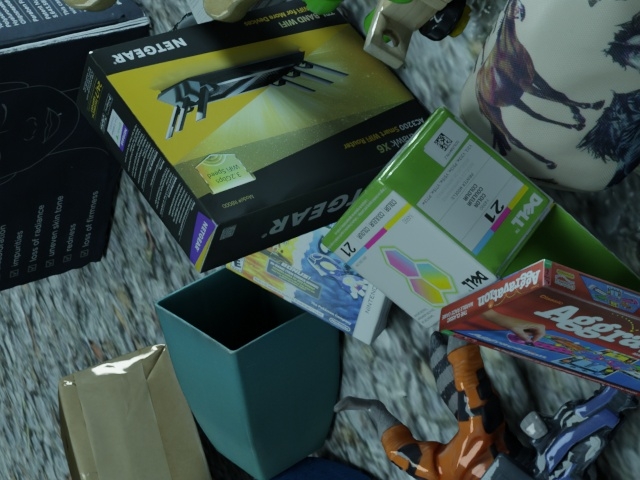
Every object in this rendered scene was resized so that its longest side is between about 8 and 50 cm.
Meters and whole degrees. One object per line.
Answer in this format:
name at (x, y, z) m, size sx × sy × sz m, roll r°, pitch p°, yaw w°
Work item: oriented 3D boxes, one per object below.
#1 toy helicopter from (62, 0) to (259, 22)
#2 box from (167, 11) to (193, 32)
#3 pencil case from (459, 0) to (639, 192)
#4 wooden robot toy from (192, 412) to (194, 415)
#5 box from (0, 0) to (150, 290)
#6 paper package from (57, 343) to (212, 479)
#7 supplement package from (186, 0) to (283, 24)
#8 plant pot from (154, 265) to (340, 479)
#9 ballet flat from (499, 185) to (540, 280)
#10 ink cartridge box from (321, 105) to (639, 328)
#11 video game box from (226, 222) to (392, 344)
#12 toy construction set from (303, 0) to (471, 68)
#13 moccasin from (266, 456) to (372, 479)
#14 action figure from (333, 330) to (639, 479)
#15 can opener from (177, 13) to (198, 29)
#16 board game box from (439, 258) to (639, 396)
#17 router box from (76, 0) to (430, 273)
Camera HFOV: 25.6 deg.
toy helicopter at (-0.136, -0.334, 1.462) m, size 0.355 × 0.140 × 0.234 m, roll -13°, pitch 86°, yaw 27°
box at (-0.160, -0.240, 1.788) m, size 0.067 × 0.018 × 0.083 m, roll -32°, pitch 81°, yaw 54°
pencil case at (0.269, -0.216, 1.111) m, size 0.410 × 0.184 × 0.159 m, roll 119°, pitch 151°, yaw -46°
wooden robot toy at (-0.161, 0.210, 1.959) m, size 0.173 × 0.079 × 0.076 m, roll 21°, pitch 123°, yaw 46°
box at (-0.541, -0.158, 1.945) m, size 0.297 × 0.472 × 0.480 m, roll 48°, pitch 139°, yaw 28°
paper package at (-0.252, 0.341, 1.956) m, size 0.325 × 0.168 × 0.309 m, roll 110°, pitch 144°, yaw -67°
supplement package at (-0.112, -0.347, 1.597) m, size 0.105 × 0.105 × 0.179 m, roll -38°, pitch 76°, yaw 54°
plant pot at (-0.079, 0.171, 1.766) m, size 0.165 × 0.166 × 0.234 m, roll 26°, pitch 133°, yaw 44°
ballet flat at (0.175, -0.048, 1.401) m, size 0.079 × 0.077 × 0.221 m, roll -118°, pitch 30°, yaw -46°
ink cartridge box at (0.148, 0.025, 1.241) m, size 0.255 × 0.097 × 0.189 m, roll 40°, pitch 158°, yaw 0°
video game box at (0.000, 0.000, 1.612) m, size 0.205 × 0.048 × 0.187 m, roll 27°, pitch 129°, yaw 15°
toy construction set at (0.058, -0.310, 1.304) m, size 0.237 × 0.258 × 0.308 m, roll 137°, pitch 128°, yaw -59°
moccasin at (0.052, 0.382, 1.715) m, size 0.342 × 0.138 × 0.116 m, roll 29°, pitch 133°, yaw 44°
action figure at (0.211, 0.200, 1.446) m, size 0.341 × 0.178 × 0.330 m, roll -48°, pitch 71°, yaw 19°
can opener at (-0.080, -0.153, 1.697) m, size 0.093 × 0.074 × 0.280 m, roll -32°, pitch 81°, yaw 20°
board game box at (0.258, 0.087, 1.198) m, size 0.145 × 0.281 × 0.027 m, roll -34°, pitch 44°, yaw 54°
router box at (-0.057, -0.122, 1.458) m, size 0.243 × 0.309 × 0.081 m, roll 51°, pitch 142°, yaw 23°
